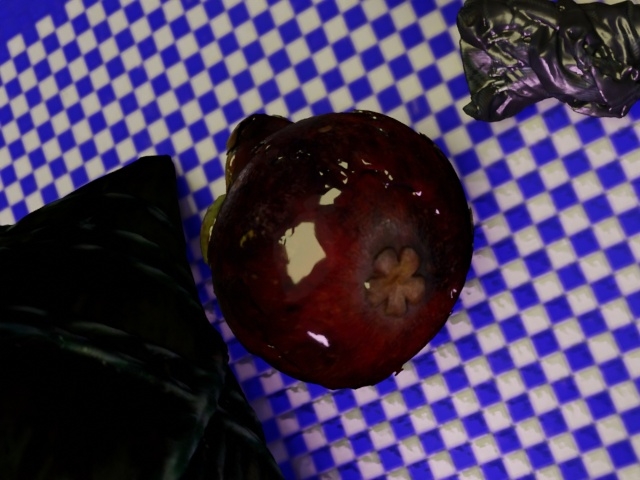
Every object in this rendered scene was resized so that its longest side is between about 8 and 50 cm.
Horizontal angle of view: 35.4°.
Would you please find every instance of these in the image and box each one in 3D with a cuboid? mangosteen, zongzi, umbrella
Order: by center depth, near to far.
[{"bbox_3d":[-0.109,0.148,0.574,0.362,0.383,0.319,37,92,-12],"label":"zongzi"},{"bbox_3d":[0.189,-0.113,0.574,0.224,0.071,0.080,-6,113,19],"label":"umbrella"},{"bbox_3d":[0.000,0.000,0.612,0.180,0.166,0.166,17,95,48],"label":"mangosteen"}]
